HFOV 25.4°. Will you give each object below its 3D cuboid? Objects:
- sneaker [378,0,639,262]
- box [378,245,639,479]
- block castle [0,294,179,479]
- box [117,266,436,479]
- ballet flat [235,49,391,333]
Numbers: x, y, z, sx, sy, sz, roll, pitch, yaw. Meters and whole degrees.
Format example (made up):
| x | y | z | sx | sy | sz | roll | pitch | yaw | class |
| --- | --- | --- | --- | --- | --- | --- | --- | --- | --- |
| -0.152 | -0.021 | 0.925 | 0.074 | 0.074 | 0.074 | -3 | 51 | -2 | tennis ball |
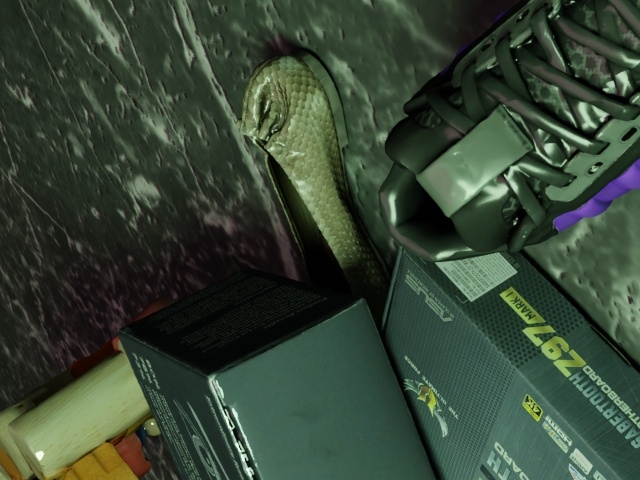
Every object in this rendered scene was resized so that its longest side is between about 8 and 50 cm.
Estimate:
| x | y | z | sx | sy | sz | roll | pitch | yaw | class |
| --- | --- | --- | --- | --- | --- | --- | --- | --- | --- |
| 0.105 | -0.057 | 0.553 | 0.102 | 0.146 | 0.293 | 56 | 155 | 8 | sneaker |
| 0.124 | 0.119 | 0.805 | 0.233 | 0.059 | 0.183 | 49 | 154 | 25 | box |
| -0.122 | 0.240 | 1.219 | 0.303 | 0.213 | 0.453 | 53 | 156 | 6 | block castle |
| -0.030 | 0.114 | 0.906 | 0.207 | 0.108 | 0.153 | 12 | 126 | 65 | box |
| 0.000 | 0.000 | 0.908 | 0.084 | 0.058 | 0.250 | 25 | 138 | 52 | ballet flat |
